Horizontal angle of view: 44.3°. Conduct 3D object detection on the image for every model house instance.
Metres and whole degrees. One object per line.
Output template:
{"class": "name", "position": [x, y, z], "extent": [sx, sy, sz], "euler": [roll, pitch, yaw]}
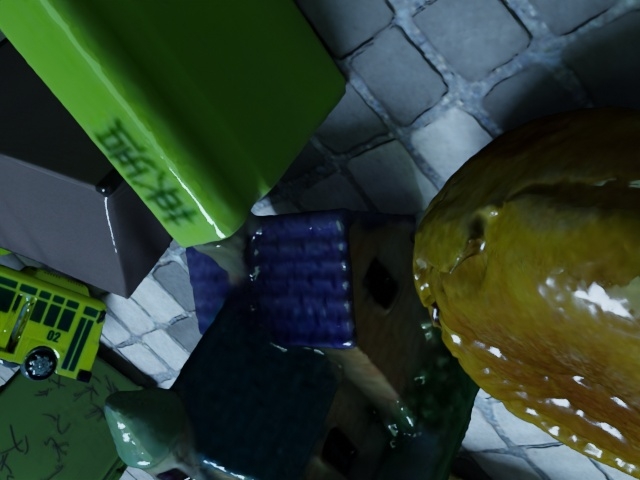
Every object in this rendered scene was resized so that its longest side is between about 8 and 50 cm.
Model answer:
{"class": "model house", "position": [-0.029, 0.115, 0.733], "extent": [0.245, 0.312, 0.280], "euler": [-1, 137, 40]}

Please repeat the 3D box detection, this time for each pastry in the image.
{"class": "pastry", "position": [0.224, 0.055, 0.576], "extent": [0.356, 0.164, 0.356], "euler": [34, 156, 17]}

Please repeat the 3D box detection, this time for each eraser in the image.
{"class": "eraser", "position": [-0.117, -0.164, 0.604], "extent": [0.092, 0.210, 0.274], "euler": [-12, 124, 43]}

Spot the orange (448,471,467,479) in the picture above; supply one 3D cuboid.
{"class": "orange", "position": [0.123, 0.404, 1.016], "extent": [0.368, 0.210, 0.271], "euler": [-10, 131, 40]}

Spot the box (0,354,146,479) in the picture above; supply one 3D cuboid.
{"class": "box", "position": [-0.430, 0.319, 1.237], "extent": [0.252, 0.329, 0.178], "euler": [35, 141, -2]}

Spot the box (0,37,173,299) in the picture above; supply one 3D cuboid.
{"class": "box", "position": [-0.254, -0.083, 0.805], "extent": [0.252, 0.188, 0.153], "euler": [17, 138, 19]}

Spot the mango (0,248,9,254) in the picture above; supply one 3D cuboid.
{"class": "mango", "position": [-0.446, -0.096, 0.956], "extent": [0.192, 0.156, 0.343], "euler": [30, 149, 22]}

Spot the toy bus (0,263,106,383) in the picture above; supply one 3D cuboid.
{"class": "toy bus", "position": [-0.436, 0.104, 1.099], "extent": [0.128, 0.150, 0.262], "euler": [8, 166, 47]}
